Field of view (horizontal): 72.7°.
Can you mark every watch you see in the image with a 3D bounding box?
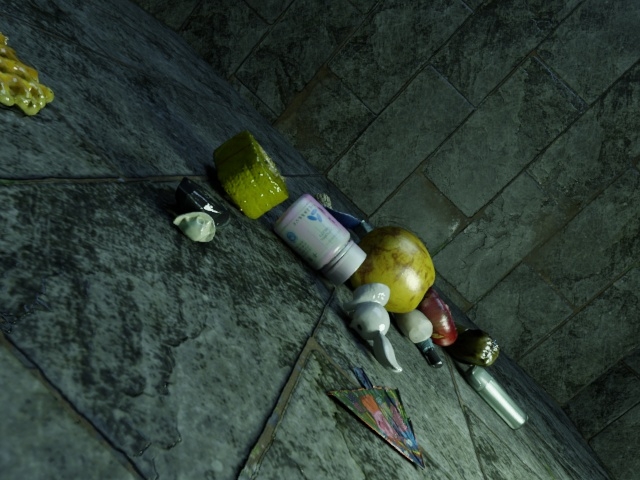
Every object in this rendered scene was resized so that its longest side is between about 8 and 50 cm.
[{"bbox_3d":[0.087,-0.019,1.544,0.274,0.068,0.276,22,29,-21],"label":"watch"}]

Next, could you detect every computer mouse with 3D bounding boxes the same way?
[{"bbox_3d":[-0.244,-0.068,0.895,0.106,0.062,0.192,43,-1,7],"label":"computer mouse"}]

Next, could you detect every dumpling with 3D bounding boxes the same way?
[{"bbox_3d":[-0.231,-0.029,0.817,0.077,0.059,0.043,42,21,-15],"label":"dumpling"}]

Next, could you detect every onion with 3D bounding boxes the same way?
[{"bbox_3d":[0.414,0.281,1.631,0.248,0.161,0.248,44,21,-22],"label":"onion"}]

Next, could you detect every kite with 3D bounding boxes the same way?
[{"bbox_3d":[0.127,0.345,0.847,0.321,0.016,0.234,25,24,-55],"label":"kite"}]

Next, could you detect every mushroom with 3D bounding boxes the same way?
[{"bbox_3d":[0.295,0.259,1.463,0.088,0.097,0.212,24,21,-31],"label":"mushroom"}]

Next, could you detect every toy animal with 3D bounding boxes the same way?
[{"bbox_3d":[0.129,0.230,1.096,0.104,0.130,0.221,84,1,-57],"label":"toy animal"}]

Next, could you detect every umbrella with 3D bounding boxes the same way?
[{"bbox_3d":[0.345,0.332,1.481,0.052,0.053,0.250,37,14,-34],"label":"umbrella"}]

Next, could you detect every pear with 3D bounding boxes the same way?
[{"bbox_3d":[0.226,0.093,1.388,0.280,0.281,0.281,42,13,-11],"label":"pear"}]

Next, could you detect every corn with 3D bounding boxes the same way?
[{"bbox_3d":[0.014,-0.149,1.930,0.087,0.087,0.211,39,12,-22],"label":"corn"}]

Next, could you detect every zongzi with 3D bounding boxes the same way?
[{"bbox_3d":[0.530,0.368,1.708,0.300,0.138,0.286,38,-8,13],"label":"zongzi"}]

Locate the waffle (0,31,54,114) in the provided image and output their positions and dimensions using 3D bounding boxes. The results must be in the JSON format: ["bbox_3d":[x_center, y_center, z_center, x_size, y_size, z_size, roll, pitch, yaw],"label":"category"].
[{"bbox_3d":[-0.567,-0.312,0.691,0.291,0.051,0.291,42,15,-14],"label":"waffle"}]

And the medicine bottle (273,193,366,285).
[{"bbox_3d":[0.000,0.000,1.248,0.254,0.152,0.152,45,12,0],"label":"medicine bottle"}]

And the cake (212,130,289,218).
[{"bbox_3d":[-0.195,-0.183,1.221,0.179,0.156,0.261,55,9,-39],"label":"cake"}]

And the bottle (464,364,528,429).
[{"bbox_3d":[0.634,0.569,1.577,0.254,0.079,0.096,48,25,11],"label":"bottle"}]
